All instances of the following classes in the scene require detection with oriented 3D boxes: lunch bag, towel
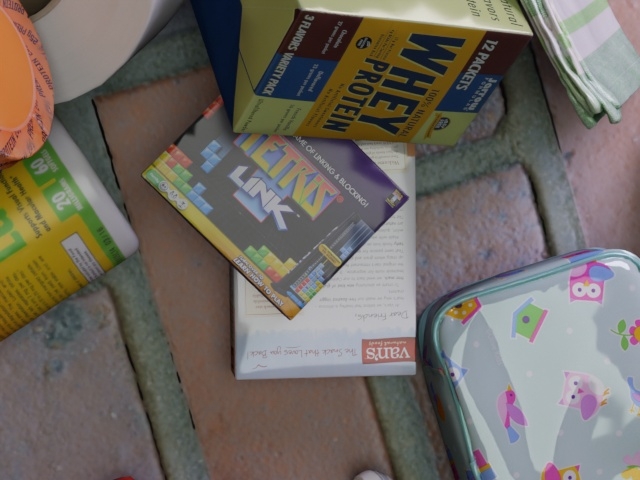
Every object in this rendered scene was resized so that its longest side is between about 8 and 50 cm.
[{"bbox_3d":[0.220,0.154,1.360,0.224,0.108,0.279,-19,92,-8],"label":"lunch bag"},{"bbox_3d":[0.180,-0.258,1.282,0.038,0.248,0.325,-25,96,23],"label":"towel"}]

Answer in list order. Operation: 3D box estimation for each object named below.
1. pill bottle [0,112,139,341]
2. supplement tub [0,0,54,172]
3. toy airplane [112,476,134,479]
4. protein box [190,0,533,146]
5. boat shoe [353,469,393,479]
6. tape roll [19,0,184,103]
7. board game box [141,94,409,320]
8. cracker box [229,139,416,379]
[{"bbox_3d":[-0.281,0.017,1.261,0.245,0.136,0.136,-34,97,-6],"label":"pill bottle"},{"bbox_3d":[-0.367,-0.085,1.157,0.316,0.193,0.194,-17,96,21],"label":"supplement tub"},{"bbox_3d":[-0.134,0.398,1.178,0.272,0.384,0.386,-2,94,-19],"label":"toy airplane"},{"bbox_3d":[0.021,-0.195,1.230,0.201,0.136,0.200,1,53,-29],"label":"protein box"},{"bbox_3d":[0.092,0.272,1.373,0.063,0.066,0.184,-32,95,-21],"label":"boat shoe"},{"bbox_3d":[-0.236,-0.247,1.204,0.286,0.100,0.286,8,120,14],"label":"tape roll"},{"bbox_3d":[-0.037,-0.043,1.277,0.170,0.048,0.141,44,88,-6],"label":"board game box"},{"bbox_3d":[0.000,0.000,1.342,0.155,0.067,0.232,0,92,-7],"label":"cracker box"}]
